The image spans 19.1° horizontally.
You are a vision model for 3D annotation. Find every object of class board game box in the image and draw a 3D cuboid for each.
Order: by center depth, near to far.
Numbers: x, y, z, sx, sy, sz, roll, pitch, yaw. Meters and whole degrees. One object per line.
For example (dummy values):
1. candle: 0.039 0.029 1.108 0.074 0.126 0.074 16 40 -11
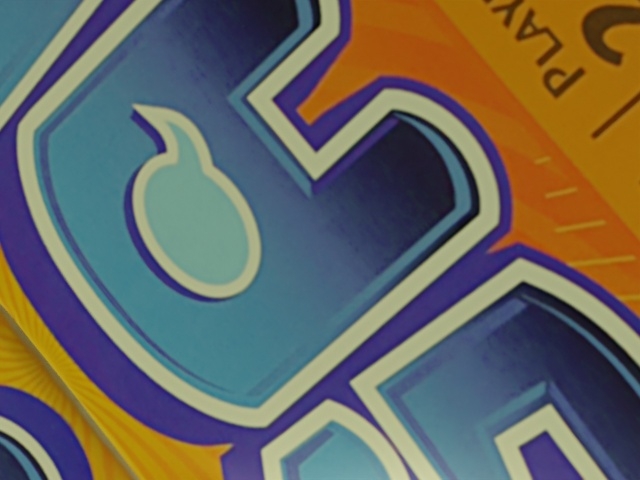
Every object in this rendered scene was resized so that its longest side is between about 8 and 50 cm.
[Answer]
1. board game box: 0.000 0.000 0.603 0.356 0.356 0.356 -43 82 23
